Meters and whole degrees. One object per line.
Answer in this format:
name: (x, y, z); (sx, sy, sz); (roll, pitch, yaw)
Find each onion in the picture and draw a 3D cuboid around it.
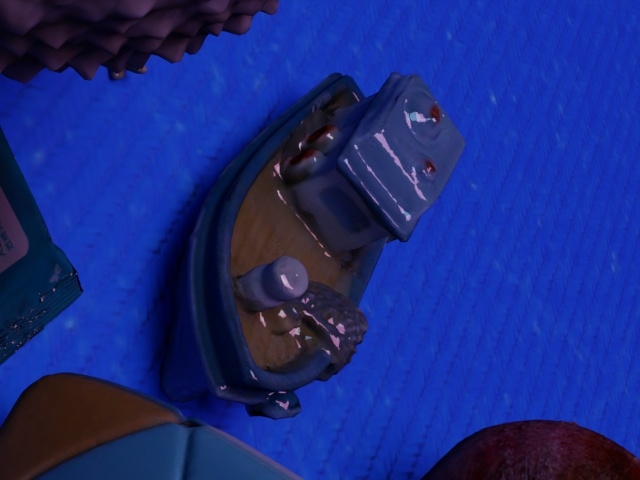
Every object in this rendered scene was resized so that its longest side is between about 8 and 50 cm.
onion: (0.117, 0.165, 0.792); (0.195, 0.159, 0.159); (-2, 76, -75)

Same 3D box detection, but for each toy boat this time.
toy boat: (0.000, 0.000, 0.745); (0.109, 0.098, 0.238); (53, 40, -19)

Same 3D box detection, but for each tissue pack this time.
tissue pack: (-0.150, -0.017, 0.615); (0.085, 0.028, 0.138); (-45, 116, -48)

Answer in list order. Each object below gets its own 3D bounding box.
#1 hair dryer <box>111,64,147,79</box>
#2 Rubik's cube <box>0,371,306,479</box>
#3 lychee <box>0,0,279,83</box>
hair dryer: (-0.068, -0.190, 0.699); (0.075, 0.206, 0.237); (-3, 102, -45)
Rubik's cube: (-0.037, 0.138, 0.536); (0.254, 0.254, 0.254); (26, 55, -45)
lychee: (-0.109, -0.191, 0.524); (0.300, 0.300, 0.300); (26, 55, -45)
